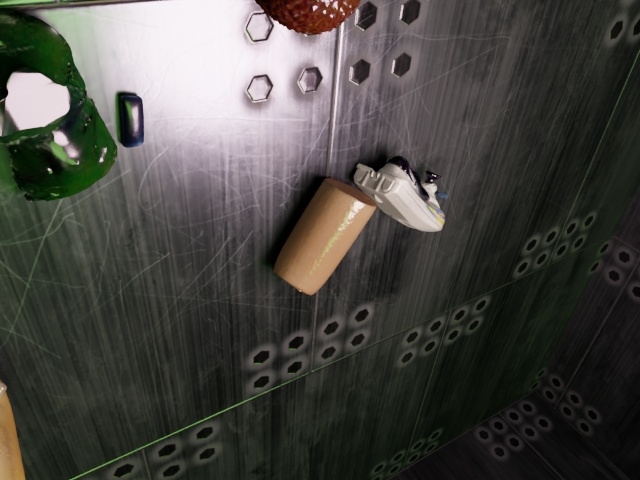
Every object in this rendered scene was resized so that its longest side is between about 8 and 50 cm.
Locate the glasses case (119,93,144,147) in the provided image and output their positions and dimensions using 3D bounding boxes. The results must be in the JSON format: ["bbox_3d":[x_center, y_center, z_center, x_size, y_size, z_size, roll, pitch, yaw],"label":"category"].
[{"bbox_3d":[-0.283,-0.178,0.794,0.033,0.023,0.083,-10,130,-28],"label":"glasses case"}]

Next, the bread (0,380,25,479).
[{"bbox_3d":[-0.613,0.392,0.742,0.347,0.376,0.253,-10,130,-35],"label":"bread"}]

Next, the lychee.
[{"bbox_3d":[-0.018,-0.375,0.721,0.194,0.194,0.194,-21,135,-23],"label":"lychee"}]

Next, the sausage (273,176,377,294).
[{"bbox_3d":[0.000,0.000,1.093,0.123,0.123,0.253,15,113,-45],"label":"sausage"}]

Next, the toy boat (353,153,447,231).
[{"bbox_3d":[0.192,-0.103,1.161,0.269,0.141,0.141,16,113,-47],"label":"toy boat"}]

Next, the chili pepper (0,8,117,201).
[{"bbox_3d":[-0.354,-0.161,0.680,0.148,0.116,0.265,-27,137,-23],"label":"chili pepper"}]
